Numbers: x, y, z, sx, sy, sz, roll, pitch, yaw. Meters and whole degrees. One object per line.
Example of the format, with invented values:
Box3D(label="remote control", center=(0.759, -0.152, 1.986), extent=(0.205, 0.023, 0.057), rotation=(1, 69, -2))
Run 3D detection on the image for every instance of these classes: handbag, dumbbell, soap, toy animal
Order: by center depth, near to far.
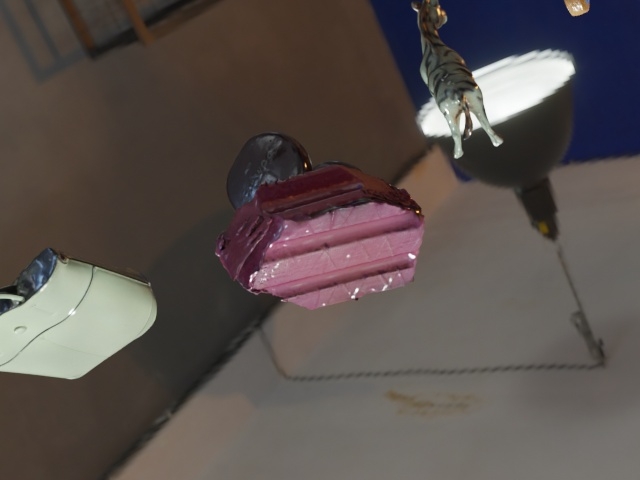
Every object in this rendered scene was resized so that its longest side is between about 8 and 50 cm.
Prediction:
Box3D(label="handbag", center=(-0.374, 0.088, 1.503), extent=(0.241, 0.109, 0.315), rotation=(-36, 153, 18))
Box3D(label="soap", center=(0.000, 0.000, 1.588), extent=(0.289, 0.182, 0.112), rotation=(-16, -141, -26))
Box3D(label="dumbbell", center=(-0.028, -0.072, 1.736), extent=(0.124, 0.225, 0.140), rotation=(33, -81, 32))
Box3D(label="toy animal", center=(0.205, -0.248, 1.849), extent=(0.090, 0.170, 0.255), rotation=(-25, -122, 5))

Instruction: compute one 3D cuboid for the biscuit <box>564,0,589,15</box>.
Box3D(label="biscuit", center=(0.347, -0.499, 1.771), extent=(0.049, 0.324, 0.205), rotation=(-20, -153, 27))
